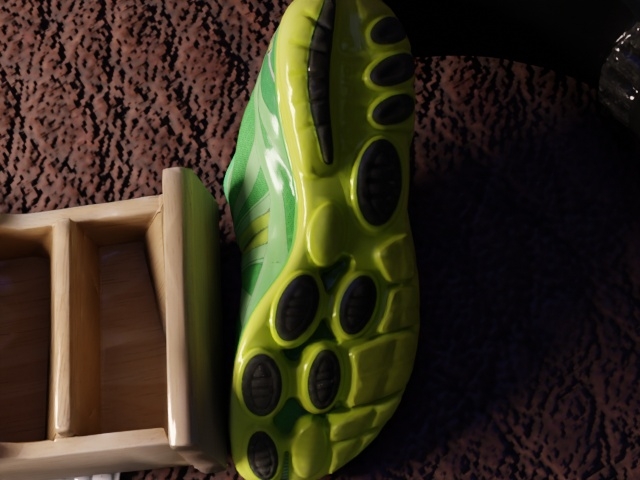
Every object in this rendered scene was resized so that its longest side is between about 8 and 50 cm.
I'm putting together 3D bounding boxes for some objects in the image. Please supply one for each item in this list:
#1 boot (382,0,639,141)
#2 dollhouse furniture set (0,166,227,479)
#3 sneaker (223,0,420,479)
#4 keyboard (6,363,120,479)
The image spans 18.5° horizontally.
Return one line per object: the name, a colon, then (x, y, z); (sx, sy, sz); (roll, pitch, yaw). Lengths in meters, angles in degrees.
boot: (0.179, -0.090, 1.159); (0.348, 0.131, 0.260); (-7, 69, 5)
dollhouse furniture set: (-0.226, 0.009, 1.023); (0.257, 0.394, 0.362); (-8, 68, 12)
sneaker: (0.000, 0.000, 1.171); (0.109, 0.123, 0.295); (8, 88, -14)
keyboard: (-0.162, 0.199, 1.164); (0.072, 0.014, 0.256); (3, 71, 9)
